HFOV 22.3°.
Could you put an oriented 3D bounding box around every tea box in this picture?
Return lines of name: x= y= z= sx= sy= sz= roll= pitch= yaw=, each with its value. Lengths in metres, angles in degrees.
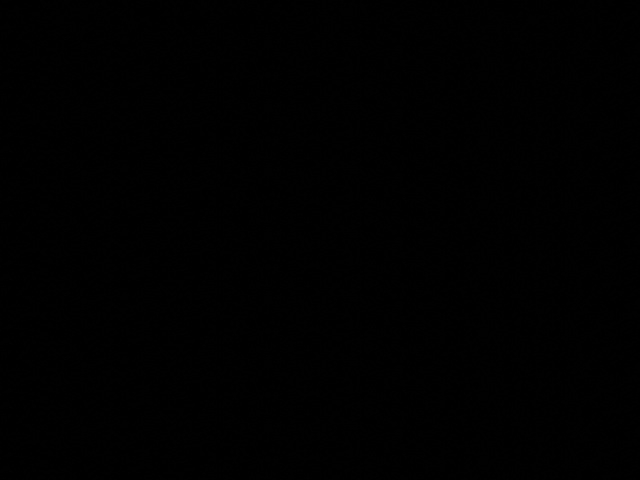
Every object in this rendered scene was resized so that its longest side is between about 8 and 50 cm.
tea box: x=0.021 y=-0.003 z=0.150 sx=0.329 sy=0.220 sz=0.323 roll=47 pitch=-4 yaw=23
